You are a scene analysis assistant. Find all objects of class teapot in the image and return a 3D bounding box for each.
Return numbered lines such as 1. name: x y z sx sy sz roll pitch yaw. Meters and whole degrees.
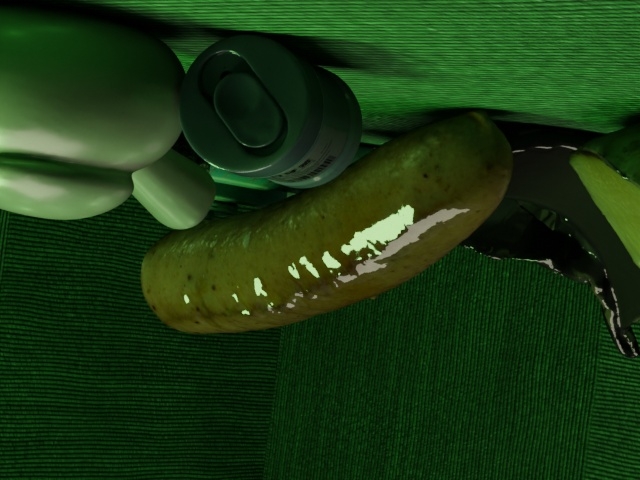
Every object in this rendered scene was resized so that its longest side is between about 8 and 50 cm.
1. teapot: -0.167 -0.085 1.263 0.318 0.149 0.220 9 179 -38

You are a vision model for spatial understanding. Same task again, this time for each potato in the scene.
1. potato: 0.303 -0.041 1.377 0.111 0.160 0.272 -35 180 1

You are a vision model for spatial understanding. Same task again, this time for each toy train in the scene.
1. toy train: -0.126 -0.090 1.685 0.194 0.120 0.298 0 174 41

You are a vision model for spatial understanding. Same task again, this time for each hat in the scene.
1. hat: 0.229 -0.047 1.740 0.366 0.257 0.382 23 141 -7

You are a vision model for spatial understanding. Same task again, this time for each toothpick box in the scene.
1. toothpick box: -0.034 -0.093 1.242 0.101 0.101 0.153 7 178 16

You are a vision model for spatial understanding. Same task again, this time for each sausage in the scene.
1. sausage: 0.001 0.003 1.625 0.123 0.136 0.501 -12 174 -46

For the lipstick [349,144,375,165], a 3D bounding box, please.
1. lipstick: 0.070 -0.082 2.010 0.274 0.061 0.068 8 177 -21
